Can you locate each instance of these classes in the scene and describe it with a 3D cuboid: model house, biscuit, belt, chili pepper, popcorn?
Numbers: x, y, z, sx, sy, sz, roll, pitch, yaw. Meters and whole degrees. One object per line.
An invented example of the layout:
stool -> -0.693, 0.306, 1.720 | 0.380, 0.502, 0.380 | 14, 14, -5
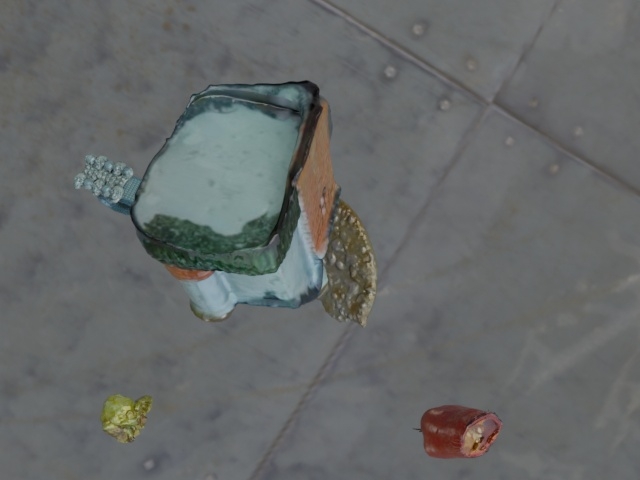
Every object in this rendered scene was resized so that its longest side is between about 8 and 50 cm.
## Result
model house -> -0.072, -0.007, 1.278 | 0.184, 0.253, 0.291 | 1, 142, 19
biscuit -> 0.008, 0.001, 1.646 | 0.141, 0.290, 0.038 | -49, 156, 27
belt -> -0.270, -0.069, 1.599 | 0.065, 0.179, 0.100 | -64, 147, -19
chili pepper -> 0.192, 0.286, 1.600 | 0.086, 0.192, 0.084 | 20, 75, -24
popcorn -> -0.260, 0.235, 1.447 | 0.083, 0.059, 0.068 | -32, 105, -27
